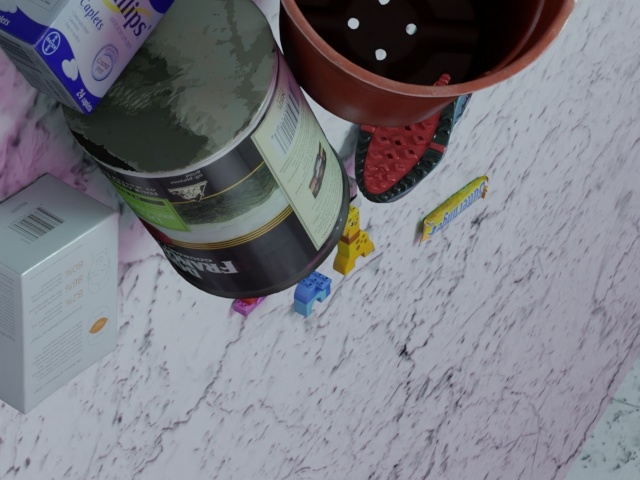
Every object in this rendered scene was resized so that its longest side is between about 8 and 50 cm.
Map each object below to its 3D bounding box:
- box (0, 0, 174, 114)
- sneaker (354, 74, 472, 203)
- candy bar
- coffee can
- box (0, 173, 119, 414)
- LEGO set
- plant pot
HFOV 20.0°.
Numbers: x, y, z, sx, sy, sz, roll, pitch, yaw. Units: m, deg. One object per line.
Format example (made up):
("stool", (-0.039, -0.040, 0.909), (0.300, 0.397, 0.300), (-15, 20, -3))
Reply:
("box", (-0.207, -0.200, 1.556), (0.137, 0.072, 0.126), (-56, 155, -13))
("sneaker", (0.133, -0.147, 2.193), (0.262, 0.104, 0.125), (-59, 162, -12))
("candy bar", (0.182, -0.044, 2.492), (0.161, 0.018, 0.040), (-35, 144, -42))
("coffee can", (-0.101, -0.091, 1.712), (0.201, 0.201, 0.275), (-55, 153, -13))
("box", (-0.262, 0.049, 1.682), (0.130, 0.091, 0.170), (-37, 145, -42))
("LEGO set", (0.000, 0.000, 2.123), (0.227, 0.087, 0.093), (-45, 150, -33))
("plant pot", (0.074, -0.229, 1.643), (0.272, 0.272, 0.265), (-56, 180, -12))
